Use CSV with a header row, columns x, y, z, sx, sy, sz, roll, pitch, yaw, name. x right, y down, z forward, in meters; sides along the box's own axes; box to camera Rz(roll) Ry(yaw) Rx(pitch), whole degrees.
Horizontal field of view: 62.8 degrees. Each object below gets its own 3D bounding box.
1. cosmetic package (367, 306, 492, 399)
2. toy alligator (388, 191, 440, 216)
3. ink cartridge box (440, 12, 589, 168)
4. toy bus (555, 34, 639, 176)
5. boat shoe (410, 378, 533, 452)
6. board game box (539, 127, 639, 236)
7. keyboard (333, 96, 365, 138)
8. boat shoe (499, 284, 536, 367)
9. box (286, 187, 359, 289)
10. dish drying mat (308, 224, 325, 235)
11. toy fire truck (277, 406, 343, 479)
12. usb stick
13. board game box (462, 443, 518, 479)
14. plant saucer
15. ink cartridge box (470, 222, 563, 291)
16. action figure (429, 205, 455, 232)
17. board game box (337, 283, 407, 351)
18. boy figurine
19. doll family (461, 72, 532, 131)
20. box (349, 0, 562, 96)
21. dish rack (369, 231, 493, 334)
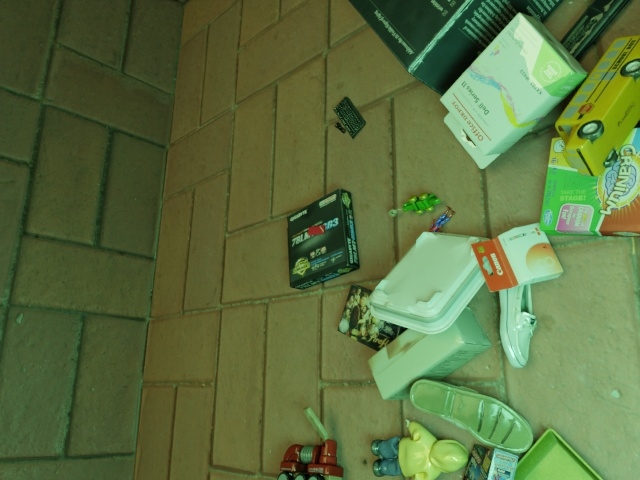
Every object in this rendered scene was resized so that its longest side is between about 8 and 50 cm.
x,y,z,sx,sy,sz,roll,pitch,yaw,name
0.290,0.307,1.430,0.296,0.153,0.129,-43,51,28,cosmetic package
0.297,-0.115,1.634,0.189,0.056,0.051,-14,26,45,toy alligator
0.457,-0.361,1.337,0.207,0.119,0.353,57,132,17,ink cartridge box
0.649,-0.305,1.183,0.333,0.108,0.130,-53,33,-8,toy bus
0.379,0.424,1.316,0.302,0.103,0.113,22,91,22,boat shoe
0.682,-0.130,1.201,0.316,0.064,0.243,2,79,50,board game box
0.097,-0.455,1.971,0.108,0.023,0.180,-48,47,26,keyboard
0.493,0.197,1.297,0.075,0.083,0.227,-22,62,42,boat shoe
0.000,0.000,1.898,0.295,0.073,0.294,-24,62,40,box
-0.014,-0.036,1.865,0.083,0.008,0.032,-6,74,45,dish drying mat
-0.034,0.676,1.679,0.217,0.158,0.247,-19,53,43,toy fire truck
0.678,-0.531,1.359,0.278,0.045,0.077,-53,53,21,usb stick
0.398,0.572,1.241,0.060,0.194,0.194,18,92,3,board game box
0.535,0.554,1.169,0.188,0.045,0.188,-58,44,17,plant saucer
0.487,0.040,1.306,0.045,0.179,0.146,87,170,-60,ink cartridge box
0.353,-0.049,1.567,0.115,0.030,0.038,-56,48,22,action figure
0.169,0.251,1.657,0.243,0.042,0.165,18,91,48,board game box
0.265,0.575,1.418,0.285,0.092,0.177,-25,60,39,boy figurine
0.502,-0.382,1.465,0.263,0.118,0.163,47,117,24,doll family
0.391,-0.748,1.545,0.472,0.297,0.480,-46,49,26,box
0.296,0.089,1.408,0.333,0.072,0.285,-46,31,-23,dish rack
